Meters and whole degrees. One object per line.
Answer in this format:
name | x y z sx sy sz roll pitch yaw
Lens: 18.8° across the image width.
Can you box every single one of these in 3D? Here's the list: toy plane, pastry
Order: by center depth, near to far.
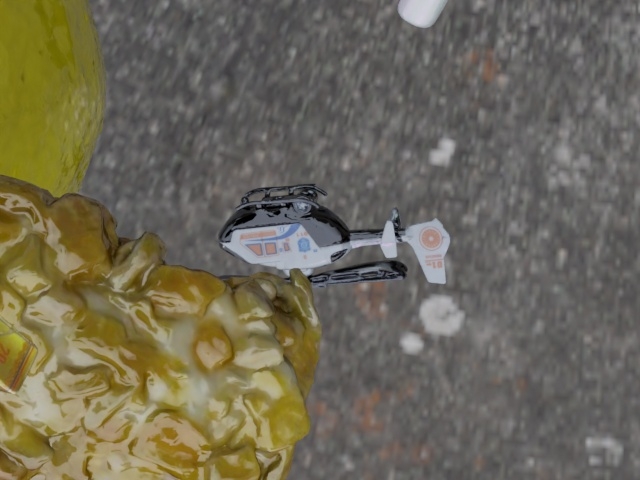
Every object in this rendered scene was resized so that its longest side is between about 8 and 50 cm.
pastry | -0.125 0.049 0.780 0.250 0.154 0.102 18 165 -20
toy plane | 0.001 -0.001 1.478 0.197 0.053 0.078 -2 103 8

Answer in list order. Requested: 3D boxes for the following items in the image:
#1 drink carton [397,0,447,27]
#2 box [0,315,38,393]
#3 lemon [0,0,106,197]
drink carton | 0.067 -0.144 0.485 0.084 0.074 0.200 27 134 3
box | -0.169 0.000 0.626 0.089 0.022 0.156 9 153 39
lemon | -0.290 -0.101 1.189 0.364 0.364 0.364 5 126 7
